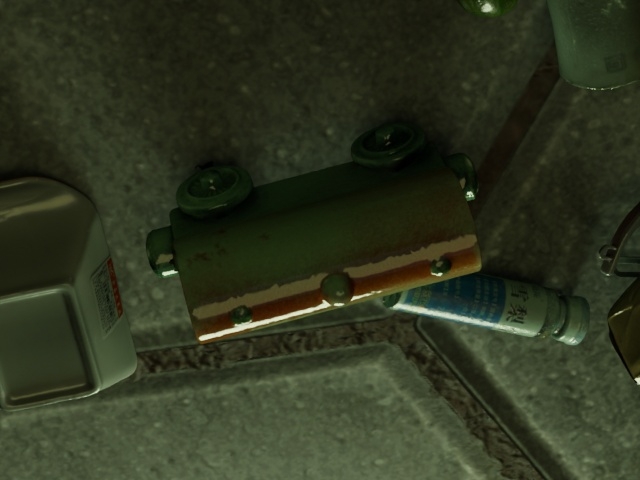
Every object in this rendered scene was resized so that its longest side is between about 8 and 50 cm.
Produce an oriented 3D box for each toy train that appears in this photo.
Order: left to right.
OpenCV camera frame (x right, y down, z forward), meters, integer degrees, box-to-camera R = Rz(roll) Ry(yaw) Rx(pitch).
[{"bbox_3d":[0.000,0.000,1.275,0.285,0.177,0.116,-14,123,-3],"label":"toy train"}]

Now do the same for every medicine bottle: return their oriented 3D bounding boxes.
[{"bbox_3d":[0.152,0.056,1.413,0.191,0.051,0.051,13,118,-17],"label":"medicine bottle"}]

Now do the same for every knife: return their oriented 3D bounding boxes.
[{"bbox_3d":[0.337,-0.086,1.352,0.123,0.053,0.278,-2,129,-43],"label":"knife"}]

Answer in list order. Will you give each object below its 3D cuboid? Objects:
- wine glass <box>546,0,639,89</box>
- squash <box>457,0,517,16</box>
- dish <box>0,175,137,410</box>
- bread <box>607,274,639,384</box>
[{"bbox_3d":[0.213,-0.235,1.214,0.103,0.103,0.231,-16,126,0],"label":"wine glass"},{"bbox_3d":[0.116,-0.276,1.194,0.066,0.066,0.229,-14,122,-2],"label":"squash"},{"bbox_3d":[-0.252,0.056,1.328,0.154,0.064,0.234,-12,122,-3],"label":"dish"},{"bbox_3d":[0.382,0.053,1.388,0.224,0.142,0.212,15,133,-45],"label":"bread"}]
